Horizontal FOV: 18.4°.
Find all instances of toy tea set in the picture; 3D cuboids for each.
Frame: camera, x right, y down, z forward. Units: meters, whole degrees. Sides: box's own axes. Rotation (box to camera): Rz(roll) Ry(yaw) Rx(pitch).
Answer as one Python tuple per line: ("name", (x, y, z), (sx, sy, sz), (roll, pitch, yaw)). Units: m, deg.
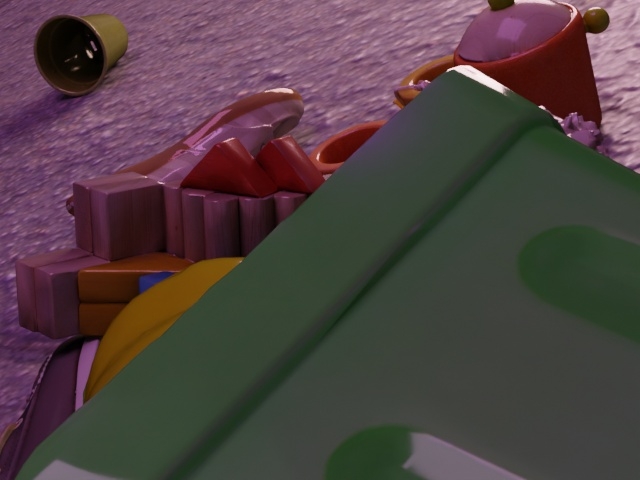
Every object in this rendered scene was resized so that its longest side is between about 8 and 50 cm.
("toy tea set", (0.053, -0.076, 1.378), (0.200, 0.124, 0.336), (1, 33, 45))

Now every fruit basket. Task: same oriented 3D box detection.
("fruit basket", (0.010, 0.134, 0.657), (0.392, 0.392, 0.283), (-1, 32, 43))

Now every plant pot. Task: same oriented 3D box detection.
("plant pot", (-0.233, -0.196, 1.986), (0.083, 0.083, 0.079), (-11, 14, 28))

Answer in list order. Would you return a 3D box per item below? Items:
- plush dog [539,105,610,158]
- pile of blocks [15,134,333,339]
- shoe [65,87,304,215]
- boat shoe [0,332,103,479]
("plush dog", (0.119, 0.104, 0.918), (0.262, 0.211, 0.225), (-52, 40, 4))
("pile of blocks", (0.000, 0.000, 1.137), (0.362, 0.112, 0.149), (-2, 16, 0))
("shoe", (-0.099, -0.054, 1.580), (0.219, 0.058, 0.076), (-29, -8, -23))
("boat shoe", (-0.151, 0.145, 1.119), (0.091, 0.109, 0.305), (-17, 27, 5))
